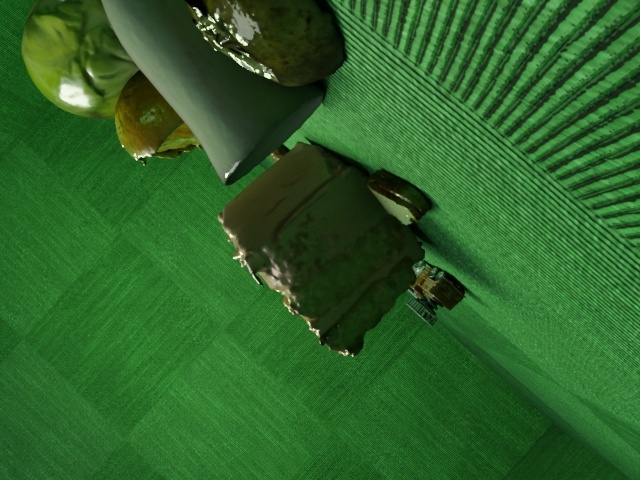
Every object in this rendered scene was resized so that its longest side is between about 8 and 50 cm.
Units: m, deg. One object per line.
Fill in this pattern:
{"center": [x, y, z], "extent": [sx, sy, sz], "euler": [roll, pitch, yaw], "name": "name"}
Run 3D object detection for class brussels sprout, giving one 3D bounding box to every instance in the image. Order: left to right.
{"center": [-0.434, -0.395, 1.012], "extent": [0.344, 0.344, 0.268], "euler": [47, -162, -84], "name": "brussels sprout"}

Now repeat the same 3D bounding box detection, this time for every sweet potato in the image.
{"center": [-0.136, -0.267, 1.444], "extent": [0.218, 0.051, 0.065], "euler": [41, 175, 26], "name": "sweet potato"}

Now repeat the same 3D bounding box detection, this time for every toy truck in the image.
{"center": [0.258, 0.123, 1.197], "extent": [0.080, 0.115, 0.178], "euler": [42, -179, -14], "name": "toy truck"}

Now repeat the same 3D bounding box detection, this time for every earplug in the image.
{"center": [-0.159, -0.235, 0.620], "extent": [0.301, 0.172, 0.172], "euler": [47, 179, -4], "name": "earplug"}

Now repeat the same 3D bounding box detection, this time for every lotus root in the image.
{"center": [-0.072, -0.209, 0.466], "extent": [0.203, 0.078, 0.183], "euler": [43, 180, 41], "name": "lotus root"}

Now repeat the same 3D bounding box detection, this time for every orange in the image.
{"center": [-0.250, -0.240, 0.918], "extent": [0.196, 0.263, 0.334], "euler": [59, 172, -22], "name": "orange"}

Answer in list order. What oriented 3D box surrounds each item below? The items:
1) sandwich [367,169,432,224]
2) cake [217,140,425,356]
{"center": [0.124, -0.055, 0.734], "extent": [0.093, 0.035, 0.105], "euler": [43, 177, -35], "name": "sandwich"}
{"center": [0.000, 0.000, 1.000], "extent": [0.306, 0.293, 0.314], "euler": [48, 172, -30], "name": "cake"}
